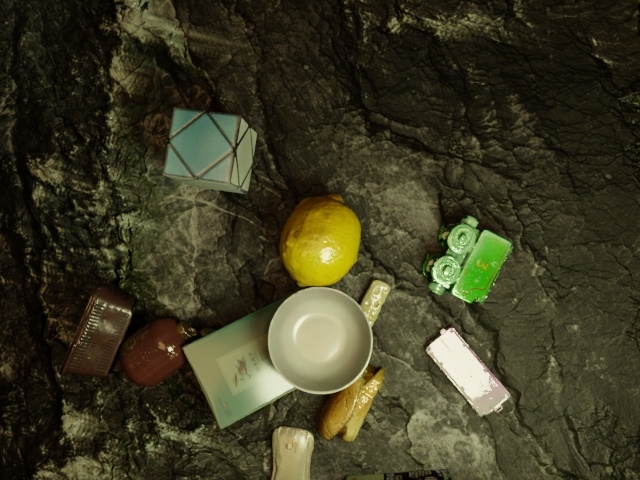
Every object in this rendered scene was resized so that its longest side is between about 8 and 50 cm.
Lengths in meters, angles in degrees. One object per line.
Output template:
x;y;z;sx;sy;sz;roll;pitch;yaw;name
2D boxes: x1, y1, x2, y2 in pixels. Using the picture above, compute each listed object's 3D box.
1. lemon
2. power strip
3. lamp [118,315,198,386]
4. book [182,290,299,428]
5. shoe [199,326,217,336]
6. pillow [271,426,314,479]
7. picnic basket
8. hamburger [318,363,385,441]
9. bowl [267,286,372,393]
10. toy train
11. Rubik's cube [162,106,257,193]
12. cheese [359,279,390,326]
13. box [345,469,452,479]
0.000;0.000;1.460;0.234;0.233;0.288;16;79;7;lemon
0.424;0.380;1.490;0.109;0.037;0.279;-40;84;4;power strip
-0.487;0.324;1.539;0.258;0.180;0.180;-36;84;4;lamp
-0.177;0.343;1.506;0.380;0.031;0.264;-24;85;-15;book
-0.270;0.303;1.565;0.195;0.074;0.077;27;80;4;shoe
-0.087;0.679;1.540;0.131;0.038;0.232;4;86;4;pillow
-0.660;0.276;1.556;0.129;0.222;0.296;23;91;-15;picnic basket
0.083;0.470;1.483;0.124;0.131;0.261;26;86;7;hamburger
-0.001;0.278;1.449;0.287;0.144;0.286;0;81;0;bowl
0.411;0.058;1.463;0.188;0.132;0.243;28;91;-1;toy train
-0.320;-0.260;1.519;0.205;0.207;0.204;8;89;6;Rubik's cube
0.143;0.208;1.528;0.065;0.043;0.193;29;91;8;cheese
0.220;0.722;1.421;0.311;0.198;0.084;-6;87;6;box
